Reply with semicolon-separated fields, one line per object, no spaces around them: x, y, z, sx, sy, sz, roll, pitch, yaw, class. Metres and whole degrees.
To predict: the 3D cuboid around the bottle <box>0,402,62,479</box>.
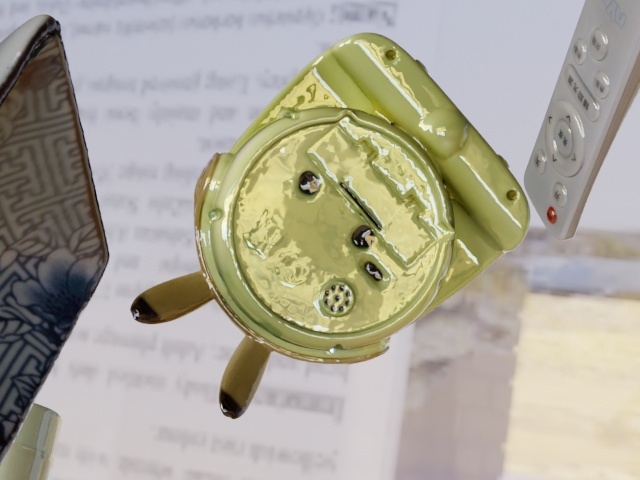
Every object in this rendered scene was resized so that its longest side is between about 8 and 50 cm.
-0.239;0.215;1.117;0.072;0.201;0.072;9;158;4;bottle

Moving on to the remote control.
0.136;-0.076;0.756;0.027;0.050;0.184;-8;140;-19;remote control

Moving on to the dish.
-0.188;0.030;0.720;0.080;0.243;0.182;12;139;15;dish

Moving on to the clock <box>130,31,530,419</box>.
0.000;0.000;0.962;0.170;0.232;0.069;48;172;-6;clock
